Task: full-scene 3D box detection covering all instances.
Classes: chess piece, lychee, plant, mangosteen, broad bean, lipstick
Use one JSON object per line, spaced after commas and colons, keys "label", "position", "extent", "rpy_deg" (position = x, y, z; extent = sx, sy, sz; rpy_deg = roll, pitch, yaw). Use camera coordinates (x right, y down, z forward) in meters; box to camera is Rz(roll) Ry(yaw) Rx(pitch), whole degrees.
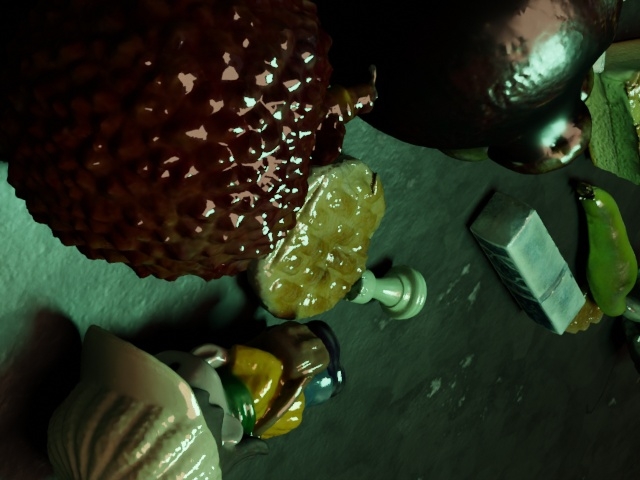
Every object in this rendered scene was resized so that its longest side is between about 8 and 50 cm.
{"label": "chess piece", "position": [0.070, 0.058, 1.409], "extent": [0.103, 0.067, 0.067], "rpy_deg": [10, 108, -43]}
{"label": "lychee", "position": [-0.101, -0.100, 0.905], "extent": [0.300, 0.264, 0.264], "rpy_deg": [-5, 127, -7]}
{"label": "plant", "position": [0.577, 0.129, 1.985], "extent": [0.146, 0.149, 0.274], "rpy_deg": [-31, 143, 2]}
{"label": "mangosteen", "position": [0.140, -0.201, 1.081], "extent": [0.297, 0.297, 0.313], "rpy_deg": [-26, 95, -37]}
{"label": "broad bean", "position": [0.428, 0.005, 1.782], "extent": [0.075, 0.067, 0.325], "rpy_deg": [-45, 133, -21]}
{"label": "lipstick", "position": [0.290, 0.034, 1.634], "extent": [0.076, 0.077, 0.290], "rpy_deg": [-51, 143, -9]}

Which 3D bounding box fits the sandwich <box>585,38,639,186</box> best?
{"label": "sandwich", "position": [0.446, -0.213, 1.612], "extent": [0.186, 0.108, 0.220], "rpy_deg": [-46, 140, -16]}

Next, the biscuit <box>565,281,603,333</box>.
{"label": "biscuit", "position": [0.425, 0.104, 1.895], "extent": [0.130, 0.019, 0.119], "rpy_deg": [-34, 138, -31]}

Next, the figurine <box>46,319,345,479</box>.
{"label": "figurine", "position": [-0.114, 0.184, 1.179], "extent": [0.332, 0.185, 0.204], "rpy_deg": [3, 78, -46]}

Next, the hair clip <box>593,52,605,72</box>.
{"label": "hair clip", "position": [0.362, -0.320, 1.465], "extent": [0.159, 0.071, 0.218], "rpy_deg": [-17, 134, -49]}

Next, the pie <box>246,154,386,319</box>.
{"label": "pie", "position": [0.000, 0.000, 1.292], "extent": [0.195, 0.046, 0.195], "rpy_deg": [-28, 134, -33]}
